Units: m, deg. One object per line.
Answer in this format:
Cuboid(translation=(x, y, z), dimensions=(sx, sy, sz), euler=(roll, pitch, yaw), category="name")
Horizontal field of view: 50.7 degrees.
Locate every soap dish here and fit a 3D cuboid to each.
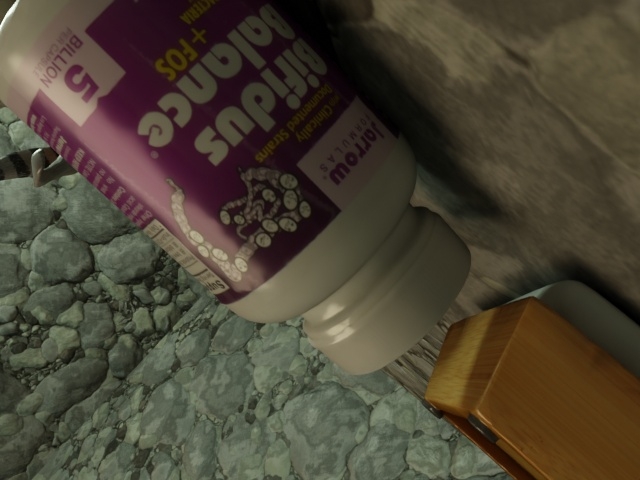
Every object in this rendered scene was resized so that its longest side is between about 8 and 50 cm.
Cuboid(translation=(0.200, 0.152, 0.535), dimensions=(0.229, 0.118, 0.291), euler=(41, 173, 8), category="soap dish")

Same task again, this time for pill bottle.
Cuboid(translation=(-0.045, -0.054, 0.450), dimensions=(0.301, 0.169, 0.169), euler=(44, 172, -11), category="pill bottle")

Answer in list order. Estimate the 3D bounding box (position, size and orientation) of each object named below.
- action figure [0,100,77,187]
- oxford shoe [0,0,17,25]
Cuboid(translation=(-0.351, -0.179, 1.010), dimensions=(0.341, 0.179, 0.330), euler=(35, -158, 26), category="action figure")
Cuboid(translation=(-0.496, -0.317, 1.107), dimensions=(0.449, 0.169, 0.130), euler=(75, -178, -75), category="oxford shoe")
